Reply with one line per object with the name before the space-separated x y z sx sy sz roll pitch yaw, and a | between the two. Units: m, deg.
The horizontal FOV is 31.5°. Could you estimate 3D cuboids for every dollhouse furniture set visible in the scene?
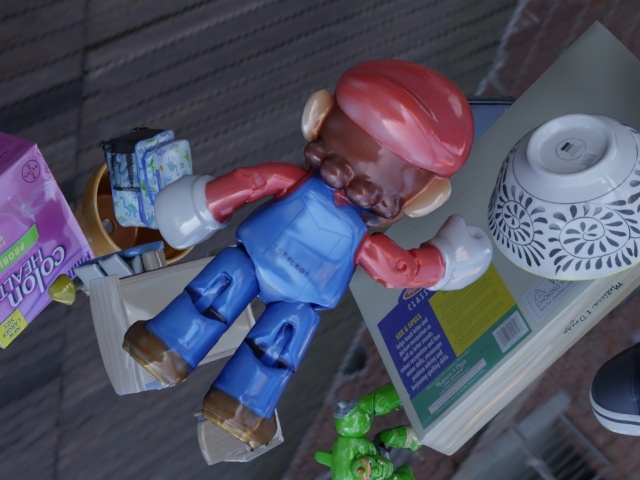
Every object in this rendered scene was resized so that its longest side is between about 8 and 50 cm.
dollhouse furniture set | -0.248 0.157 1.444 0.303 0.286 0.198 -13 -179 44

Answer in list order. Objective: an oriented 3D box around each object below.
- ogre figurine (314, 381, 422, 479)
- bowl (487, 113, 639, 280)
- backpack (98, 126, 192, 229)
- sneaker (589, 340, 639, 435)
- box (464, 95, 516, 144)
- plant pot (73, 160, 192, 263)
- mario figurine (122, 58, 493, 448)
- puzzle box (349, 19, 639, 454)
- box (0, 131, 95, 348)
ogre figurine | 0.063 0.253 1.287 0.118 0.097 0.197 4 110 -31
bowl | 0.220 -0.056 0.978 0.170 0.170 0.080 -39 137 -11
backpack | -0.206 -0.072 1.375 0.105 0.084 0.114 -37 130 -62
sneaker | 0.385 0.076 1.027 0.321 0.127 0.126 -20 -154 23
box | 0.225 -0.123 1.876 0.059 0.183 0.232 -91 -178 -71
plant pot | -0.333 -0.040 1.959 0.205 0.205 0.188 -26 -176 -37
mario figurine | 0.000 0.000 0.879 0.320 0.170 0.198 -50 126 -9
puzzle box | 0.210 -0.007 1.176 0.052 0.272 0.409 30 114 -36
box | -0.489 -0.003 1.712 0.213 0.117 0.243 -49 141 -31
